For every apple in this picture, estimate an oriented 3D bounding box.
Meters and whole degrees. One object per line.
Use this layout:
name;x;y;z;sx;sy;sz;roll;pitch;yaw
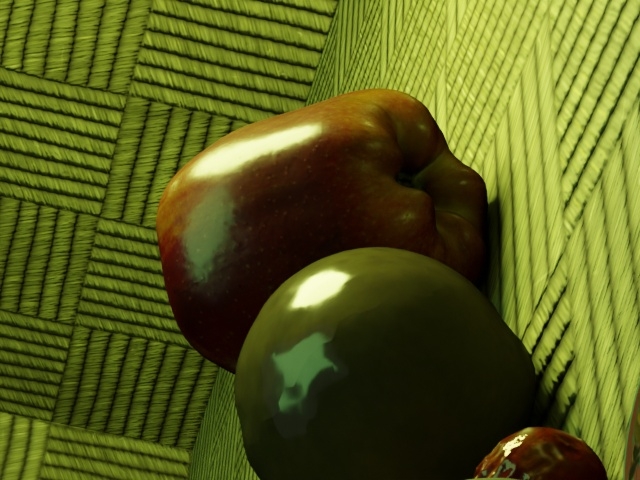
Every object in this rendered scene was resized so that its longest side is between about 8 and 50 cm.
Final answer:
apple;0.000;0.000;1.836;0.317;0.288;0.288;-25;41;31

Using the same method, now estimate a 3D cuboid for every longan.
longan;0.055;0.124;1.528;0.258;0.258;0.258;-168;90;-82

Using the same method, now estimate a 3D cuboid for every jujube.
jujube;0.140;0.213;1.303;0.112;0.109;0.176;41;117;39

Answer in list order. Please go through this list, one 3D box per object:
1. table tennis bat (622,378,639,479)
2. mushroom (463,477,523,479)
table tennis bat;0.225;0.101;1.119;0.244;0.040;0.153;113;168;-74
mushroom;0.103;0.275;1.120;0.243;0.244;0.243;-168;90;-82
